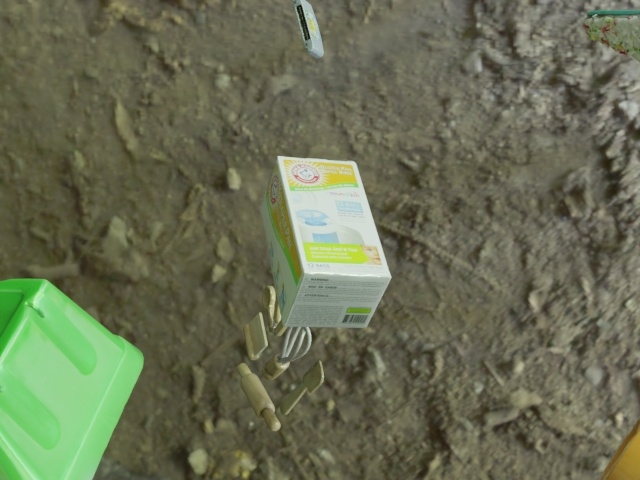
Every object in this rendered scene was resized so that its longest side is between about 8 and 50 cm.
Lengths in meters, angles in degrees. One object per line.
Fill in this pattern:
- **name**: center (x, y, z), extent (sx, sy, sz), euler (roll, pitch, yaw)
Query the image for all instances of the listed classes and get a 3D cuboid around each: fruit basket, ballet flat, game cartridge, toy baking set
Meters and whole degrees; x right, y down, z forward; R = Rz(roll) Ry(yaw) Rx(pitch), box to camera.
- **fruit basket**: center (-0.392, 0.236, 1.066), extent (0.392, 0.283, 0.392), euler (10, 137, 9)
- **ballet flat**: center (0.377, -0.195, 0.920), extent (0.241, 0.091, 0.077), euler (0, 99, 22)
- **game cartridge**: center (-0.016, -0.302, 1.351), extent (0.017, 0.056, 0.083), euler (-16, 85, 14)
- **toy baking set**: center (-0.068, 0.170, 1.380), extent (0.256, 0.030, 0.197), euler (55, 135, 53)

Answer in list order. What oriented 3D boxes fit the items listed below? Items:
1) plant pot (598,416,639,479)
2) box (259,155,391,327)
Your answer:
- **plant pot**: center (0.418, 0.289, 1.064), extent (0.188, 0.205, 0.205), euler (34, 118, 18)
- **box**: center (0.000, 0.000, 1.201), extent (0.103, 0.114, 0.203), euler (112, 154, -43)
